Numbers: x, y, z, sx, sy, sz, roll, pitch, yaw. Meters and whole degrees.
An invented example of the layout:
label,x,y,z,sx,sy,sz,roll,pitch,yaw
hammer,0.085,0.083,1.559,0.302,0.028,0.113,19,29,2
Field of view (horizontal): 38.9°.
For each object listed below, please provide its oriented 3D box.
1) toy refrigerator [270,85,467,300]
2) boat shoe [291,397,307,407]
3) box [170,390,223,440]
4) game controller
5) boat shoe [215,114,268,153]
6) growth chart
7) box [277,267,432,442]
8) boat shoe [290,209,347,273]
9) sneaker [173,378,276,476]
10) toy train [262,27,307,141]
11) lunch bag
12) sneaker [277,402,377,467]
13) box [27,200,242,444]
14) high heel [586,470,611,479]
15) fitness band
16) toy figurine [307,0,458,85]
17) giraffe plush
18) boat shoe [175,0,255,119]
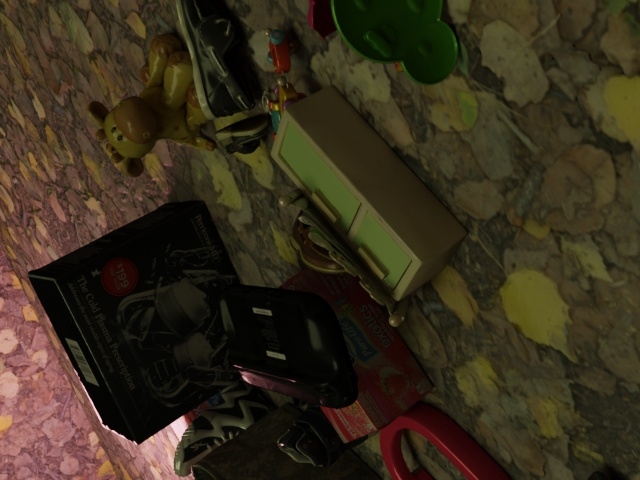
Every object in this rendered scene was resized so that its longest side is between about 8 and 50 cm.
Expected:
label,x,y,z,sx,sy,sz,roll,pitch,yaw
toy refrigerator,0.053,-0.061,1.168,0.269,0.094,0.102,49,149,16
boat shoe,-0.041,0.245,1.650,0.049,0.040,0.142,24,136,46
box,-0.243,0.376,1.979,0.300,0.142,0.154,58,151,2
game controller,-0.057,0.149,1.329,0.319,0.067,0.167,1,103,57
boat shoe,-0.112,-0.158,1.383,0.049,0.056,0.152,62,161,-16
growth chart,0.037,0.012,1.212,0.237,0.172,0.021,47,107,7
box,0.033,0.162,1.373,0.257,0.122,0.128,57,150,5
boat shoe,0.000,0.000,1.311,0.178,0.064,0.060,-137,48,-61
sneaker,-0.176,0.403,1.828,0.153,0.235,0.094,26,141,26
toy train,-0.046,-0.208,1.243,0.166,0.046,0.125,104,153,-63
lunch bag,-0.070,0.458,1.691,0.287,0.235,0.169,38,143,34
sneaker,-0.013,0.266,1.505,0.086,0.163,0.226,-12,105,61
box,-0.315,0.143,1.704,0.179,0.312,0.343,1,118,56
high heel,0.333,0.385,1.187,0.261,0.093,0.186,154,104,-69
fitness band,0.207,0.375,1.382,0.291,0.054,0.209,43,144,25
toy figurine,0.055,-0.249,1.012,0.173,0.130,0.159,44,172,-25
giraffe plush,-0.278,-0.204,1.469,0.181,0.170,0.210,45,148,23
boat shoe,-0.152,-0.295,1.313,0.079,0.084,0.233,-8,107,18
